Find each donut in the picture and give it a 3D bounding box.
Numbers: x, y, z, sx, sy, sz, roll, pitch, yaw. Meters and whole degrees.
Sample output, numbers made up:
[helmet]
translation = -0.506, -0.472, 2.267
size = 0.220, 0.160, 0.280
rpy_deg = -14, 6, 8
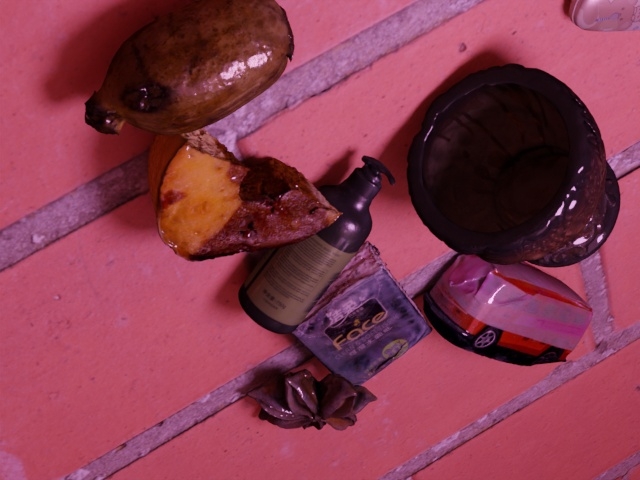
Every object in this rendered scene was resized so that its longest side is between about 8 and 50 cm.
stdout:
[donut]
translation = -0.125, -0.056, 1.557
size = 0.151, 0.112, 0.295
rpy_deg = -45, 139, 21

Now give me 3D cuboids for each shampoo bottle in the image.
[shampoo bottle]
translation = 0.000, 0.000, 1.703
size = 0.101, 0.101, 0.284
rpy_deg = 16, 119, -43

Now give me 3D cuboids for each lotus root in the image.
[lotus root]
translation = -0.149, -0.192, 1.388
size = 0.260, 0.128, 0.145
rpy_deg = -26, 158, -6

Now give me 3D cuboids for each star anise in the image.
[star anise]
translation = -0.021, 0.252, 1.932
size = 0.197, 0.073, 0.212
rpy_deg = 8, 156, -12

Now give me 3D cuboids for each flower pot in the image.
[flower pot]
translation = 0.289, -0.082, 1.720
size = 0.266, 0.266, 0.267
rpy_deg = -45, 150, 12

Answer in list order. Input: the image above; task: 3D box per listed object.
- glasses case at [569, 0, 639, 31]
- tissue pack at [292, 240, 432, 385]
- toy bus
[glasses case]
translation = 0.433, -0.331, 1.706
size = 0.204, 0.051, 0.081
rpy_deg = -9, 133, -27
[tissue pack]
translation = 0.058, 0.120, 1.885
size = 0.173, 0.073, 0.235
rpy_deg = -34, 142, 3
[toy bus]
translation = 0.308, 0.111, 2.013
size = 0.302, 0.127, 0.147
rpy_deg = 21, 111, -43
